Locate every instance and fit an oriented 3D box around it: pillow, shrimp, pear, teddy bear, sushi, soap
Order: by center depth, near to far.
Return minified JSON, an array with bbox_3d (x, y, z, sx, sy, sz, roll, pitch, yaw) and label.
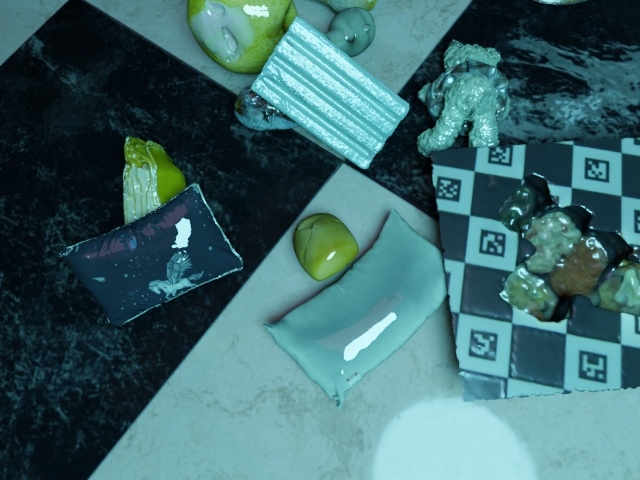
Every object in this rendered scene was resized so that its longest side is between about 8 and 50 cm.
[{"bbox_3d":[0.316,0.027,0.577,0.339,0.069,0.320,-5,73,0],"label":"sushi"},{"bbox_3d":[0.064,0.078,0.581,0.254,0.078,0.144,-42,67,-9],"label":"pillow"},{"bbox_3d":[0.016,-0.203,0.627,0.198,0.063,0.114,34,106,-16],"label":"soap"},{"bbox_3d":[-0.232,0.026,0.629,0.208,0.055,0.141,-28,105,-5],"label":"pillow"},{"bbox_3d":[0.211,-0.220,0.645,0.133,0.111,0.213,10,75,7],"label":"teddy bear"},{"bbox_3d":[-0.020,-0.223,0.697,0.232,0.079,0.090,-13,55,-5],"label":"shrimp"},{"bbox_3d":[-0.118,-0.351,0.703,0.178,0.178,0.178,-2,71,7],"label":"pear"}]

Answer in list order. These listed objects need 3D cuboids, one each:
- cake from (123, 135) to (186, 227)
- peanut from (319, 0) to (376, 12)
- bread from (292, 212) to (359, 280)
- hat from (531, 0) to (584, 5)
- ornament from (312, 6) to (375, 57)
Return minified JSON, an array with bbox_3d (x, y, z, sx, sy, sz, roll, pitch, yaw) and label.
[{"bbox_3d":[-0.249,-0.060,0.654,0.079,0.116,0.185,11,69,9],"label":"cake"},{"bbox_3d":[0.007,-0.450,0.761,0.206,0.087,0.087,33,79,16],"label":"peanut"},{"bbox_3d":[0.000,0.000,0.601,0.082,0.056,0.115,-33,29,4],"label":"bread"},{"bbox_3d":[0.397,-0.488,0.727,0.193,0.082,0.193,-3,70,7],"label":"hat"},{"bbox_3d":[0.036,-0.317,0.696,0.081,0.075,0.156,-2,33,40],"label":"ornament"}]
